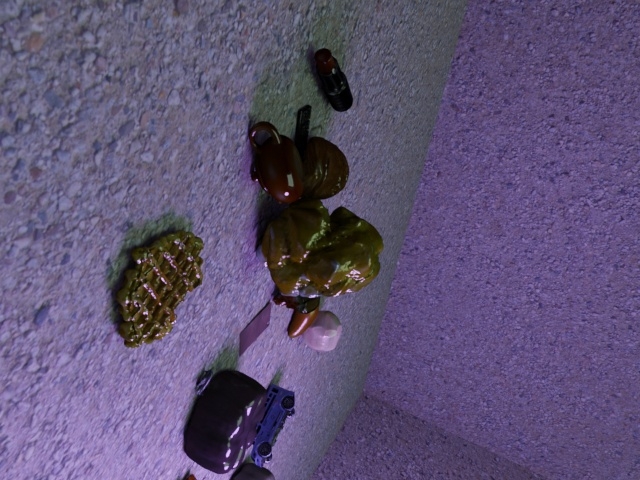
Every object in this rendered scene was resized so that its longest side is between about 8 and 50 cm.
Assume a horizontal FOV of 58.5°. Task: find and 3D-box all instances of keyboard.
[{"bbox_3d":[-0.056,-0.285,1.698,0.072,0.023,0.231,-48,153,-53],"label":"keyboard"}]

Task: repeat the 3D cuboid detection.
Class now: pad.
[{"bbox_3d":[-0.218,0.294,1.904,0.188,0.006,0.113,-46,152,-48],"label":"pad"}]

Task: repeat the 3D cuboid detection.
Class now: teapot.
[{"bbox_3d":[-0.122,-0.193,1.465,0.178,0.135,0.252,-99,168,-47],"label":"teapot"}]

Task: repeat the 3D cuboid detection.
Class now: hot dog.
[{"bbox_3d":[0.000,-0.210,1.725,0.272,0.122,0.196,-15,121,-70],"label":"hot dog"}]

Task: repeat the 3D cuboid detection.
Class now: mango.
[{"bbox_3d":[-0.065,0.301,2.231,0.184,0.084,0.102,-65,162,4],"label":"mango"}]

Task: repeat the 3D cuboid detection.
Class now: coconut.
[{"bbox_3d":[0.010,0.369,2.406,0.171,0.170,0.183,-34,144,-61],"label":"coconut"}]

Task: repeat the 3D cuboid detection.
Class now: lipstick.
[{"bbox_3d":[0.037,-0.468,1.669,0.081,0.081,0.299,-67,163,-7],"label":"lipstick"}]

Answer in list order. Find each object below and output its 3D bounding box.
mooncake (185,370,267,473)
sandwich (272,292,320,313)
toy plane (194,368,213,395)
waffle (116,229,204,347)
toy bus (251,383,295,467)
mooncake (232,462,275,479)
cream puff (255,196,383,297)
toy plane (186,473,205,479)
[{"bbox_3d":[-0.285,0.563,1.778,0.306,0.154,0.306,-58,162,-31],"label":"mooncake"},{"bbox_3d":[-0.068,0.178,1.977,0.235,0.159,0.079,-29,120,-65],"label":"sandwich"},{"bbox_3d":[-0.335,0.408,1.645,0.083,0.031,0.078,-67,162,-4],"label":"toy plane"},{"bbox_3d":[-0.344,0.105,1.247,0.291,0.051,0.291,-57,159,-37],"label":"waffle"},{"bbox_3d":[-0.203,0.718,2.219,0.126,0.133,0.292,93,22,-56],"label":"toy bus"},{"bbox_3d":[-0.298,1.030,2.292,0.275,0.135,0.275,-51,155,-35],"label":"mooncake"},{"bbox_3d":[0.000,0.000,1.670,0.378,0.377,0.276,-40,127,-56],"label":"cream puff"},{"bbox_3d":[-0.431,0.808,1.767,0.188,0.062,0.135,-48,179,-42],"label":"toy plane"}]
